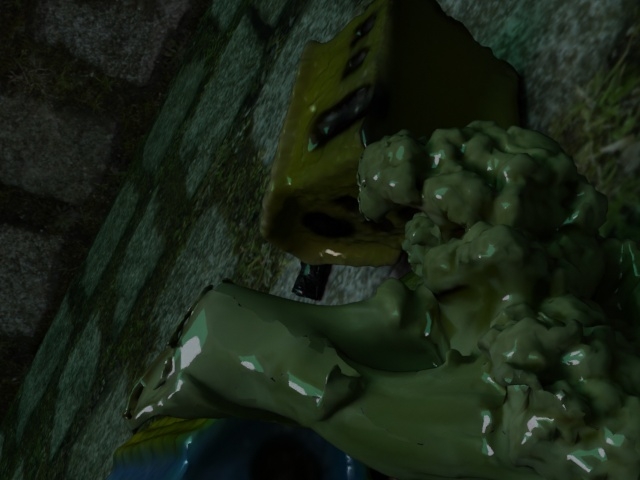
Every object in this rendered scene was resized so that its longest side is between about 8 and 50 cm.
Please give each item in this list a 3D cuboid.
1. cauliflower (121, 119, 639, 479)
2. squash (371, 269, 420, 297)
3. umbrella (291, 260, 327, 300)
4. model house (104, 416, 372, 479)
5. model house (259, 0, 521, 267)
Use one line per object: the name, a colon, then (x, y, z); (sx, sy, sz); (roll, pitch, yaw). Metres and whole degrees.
cauliflower: (0.073, 0.060, 0.462); (0.261, 0.281, 0.327); (-60, 18, 3)
squash: (0.082, 0.060, 0.712); (0.229, 0.066, 0.066); (-40, 35, 50)
umbrella: (0.000, 0.000, 0.972); (0.037, 0.040, 0.144); (-27, 43, 68)
model house: (-0.091, 0.246, 0.740); (0.237, 0.215, 0.303); (-29, 32, 56)
model house: (0.046, -0.083, 0.762); (0.234, 0.174, 0.194); (-27, 45, 51)
